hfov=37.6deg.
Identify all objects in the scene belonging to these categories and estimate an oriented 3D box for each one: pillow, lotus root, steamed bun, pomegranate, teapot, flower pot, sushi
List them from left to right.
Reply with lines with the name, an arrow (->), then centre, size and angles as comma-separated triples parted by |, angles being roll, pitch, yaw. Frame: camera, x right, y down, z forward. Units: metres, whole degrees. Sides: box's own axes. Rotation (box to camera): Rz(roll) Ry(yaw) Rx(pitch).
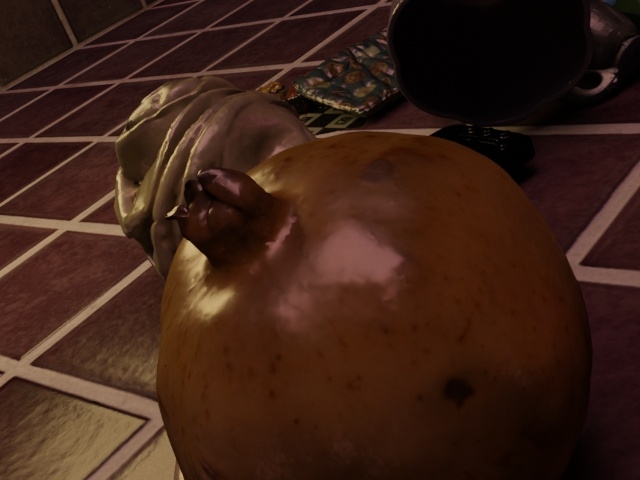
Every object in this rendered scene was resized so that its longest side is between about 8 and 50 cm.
steamed bun -> -0.152, -0.101, 1.191 | 0.268, 0.207, 0.280 | -44, 13, 3
sushi -> -0.033, -0.254, 1.668 | 0.290, 0.050, 0.264 | -8, 29, 25
pomegranate -> 0.023, 0.069, 0.683 | 0.343, 0.342, 0.342 | -18, 26, 9
pillow -> 0.096, -0.291, 1.601 | 0.256, 0.034, 0.189 | -35, 46, -26
lotus root -> 0.228, -0.272, 1.436 | 0.081, 0.112, 0.122 | -15, 56, -8
flower pot -> 0.225, -0.328, 1.264 | 0.265, 0.265, 0.243 | -12, 44, 20
teapot -> 0.382, -0.260, 1.297 | 0.149, 0.111, 0.108 | -28, 45, -29

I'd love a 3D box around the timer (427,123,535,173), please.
timer -> 0.170, -0.096, 1.210 | 0.144, 0.055, 0.187 | -28, 22, -18

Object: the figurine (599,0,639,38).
figurine -> 0.532, -0.355, 1.361 | 0.234, 0.127, 0.185 | -37, 20, -8

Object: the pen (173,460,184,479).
pen -> -0.108, 0.238, 0.806 | 0.040, 0.032, 0.233 | 1, 25, -6
